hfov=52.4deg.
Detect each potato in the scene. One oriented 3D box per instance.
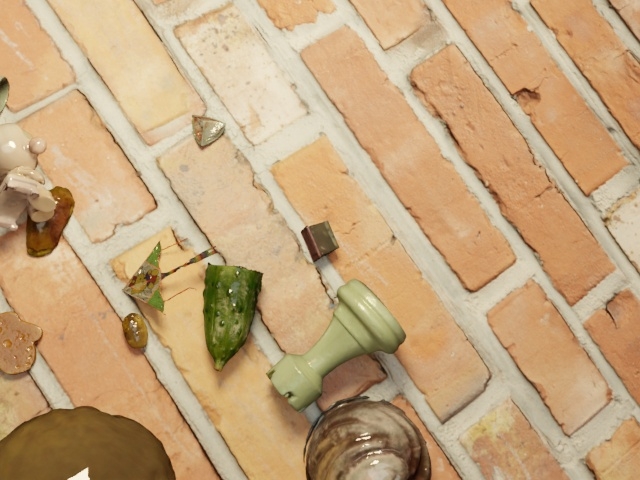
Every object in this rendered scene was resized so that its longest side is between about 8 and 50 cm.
[{"bbox_3d":[-0.416,0.203,1.462,0.051,0.040,0.083,-20,82,-8],"label":"potato"}]

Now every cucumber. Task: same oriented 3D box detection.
[{"bbox_3d":[-0.207,0.172,1.467,0.134,0.134,0.245,11,80,-8],"label":"cucumber"}]

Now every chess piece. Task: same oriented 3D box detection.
[{"bbox_3d":[0.027,0.247,1.471,0.299,0.194,0.195,-41,88,-6],"label":"chess piece"}]

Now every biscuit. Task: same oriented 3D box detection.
[{"bbox_3d":[-0.666,0.220,1.423,0.118,0.023,0.140,-21,83,-14],"label":"biscuit"}]

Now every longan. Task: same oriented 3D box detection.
[{"bbox_3d":[-0.466,0.539,1.213,0.403,0.404,0.436,21,73,-6],"label":"longan"}]

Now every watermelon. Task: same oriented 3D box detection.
[{"bbox_3d":[-0.271,-0.277,1.572,0.085,0.061,0.085,0,81,-1],"label":"watermelon"}]

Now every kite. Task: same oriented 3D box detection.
[{"bbox_3d":[-0.342,0.074,1.470,0.244,0.006,0.198,-22,57,8],"label":"kite"}]

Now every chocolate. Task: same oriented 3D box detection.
[{"bbox_3d":[0.120,0.492,1.415,0.303,0.213,0.303,2,80,-9],"label":"chocolate"}]

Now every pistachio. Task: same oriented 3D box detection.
[{"bbox_3d":[-0.623,-0.049,1.470,0.089,0.049,0.173,20,76,-4],"label":"pistachio"}]

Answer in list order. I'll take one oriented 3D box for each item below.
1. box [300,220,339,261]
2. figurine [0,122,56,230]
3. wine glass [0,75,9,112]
[{"bbox_3d":[0.000,0.000,1.570,0.063,0.060,0.085,-20,83,-21],"label":"box"},{"bbox_3d":[-0.683,-0.154,1.426,0.144,0.182,0.257,-7,53,-35],"label":"figurine"},{"bbox_3d":[-0.835,-0.356,1.468,0.230,0.103,0.103,13,77,-11],"label":"wine glass"}]
